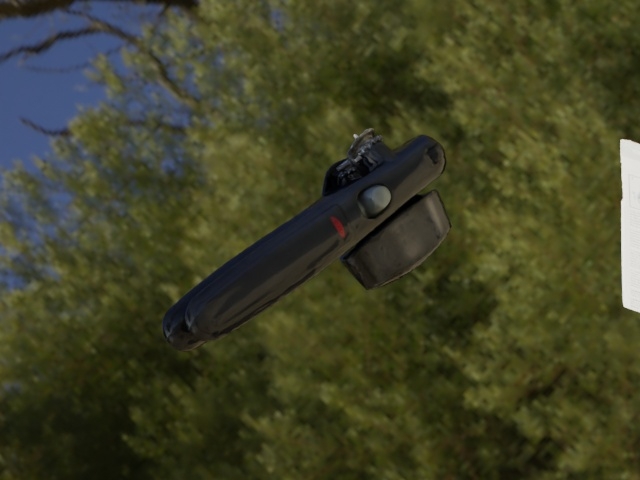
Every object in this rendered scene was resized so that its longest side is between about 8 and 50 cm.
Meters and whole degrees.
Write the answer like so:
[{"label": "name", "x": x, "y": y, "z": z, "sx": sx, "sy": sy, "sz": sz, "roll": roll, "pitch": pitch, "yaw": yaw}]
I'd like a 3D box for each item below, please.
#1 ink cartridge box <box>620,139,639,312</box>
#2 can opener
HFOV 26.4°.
[{"label": "ink cartridge box", "x": 0.370, "y": 0.002, "z": 1.243, "sx": 0.066, "sy": 0.189, "sz": 0.232, "roll": -48, "pitch": -36, "yaw": -33}, {"label": "can opener", "x": 0.000, "y": 0.000, "z": 0.663, "sx": 0.186, "sy": 0.073, "sz": 0.059, "roll": -31, "pitch": -6, "yaw": -40}]
